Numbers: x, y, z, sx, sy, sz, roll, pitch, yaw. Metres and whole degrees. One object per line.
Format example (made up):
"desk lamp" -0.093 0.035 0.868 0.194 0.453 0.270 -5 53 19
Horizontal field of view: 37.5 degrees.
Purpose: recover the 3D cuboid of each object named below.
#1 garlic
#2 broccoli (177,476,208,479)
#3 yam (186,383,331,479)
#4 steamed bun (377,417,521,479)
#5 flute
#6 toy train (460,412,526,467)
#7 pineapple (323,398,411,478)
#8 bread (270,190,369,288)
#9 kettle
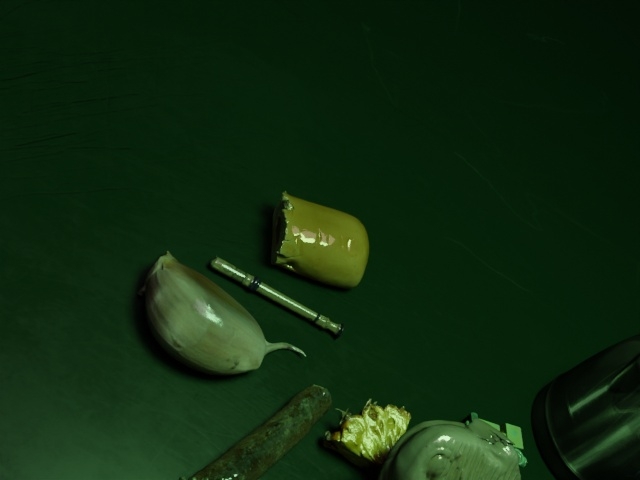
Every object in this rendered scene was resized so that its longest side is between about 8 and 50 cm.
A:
"garlic" -0.140 0.131 1.344 0.266 0.128 0.148 42 56 -13
"broccoli" -0.146 0.404 1.070 0.198 0.176 0.226 19 34 -14
"yam" -0.080 0.282 1.283 0.061 0.061 0.274 49 45 8
"steamed bun" 0.172 0.340 1.322 0.218 0.211 0.144 12 11 -24
"flute" -0.067 0.087 1.457 0.233 0.027 0.027 30 46 -11
"toy train" 0.269 0.319 1.483 0.122 0.050 0.081 21 44 -18
"pineapple" 0.071 0.294 1.373 0.137 0.069 0.116 -9 68 -27
"bread" 0.001 -0.001 1.524 0.173 0.085 0.134 16 51 -22
"kettle" 0.562 0.269 1.513 0.321 0.324 0.228 17 50 -21
